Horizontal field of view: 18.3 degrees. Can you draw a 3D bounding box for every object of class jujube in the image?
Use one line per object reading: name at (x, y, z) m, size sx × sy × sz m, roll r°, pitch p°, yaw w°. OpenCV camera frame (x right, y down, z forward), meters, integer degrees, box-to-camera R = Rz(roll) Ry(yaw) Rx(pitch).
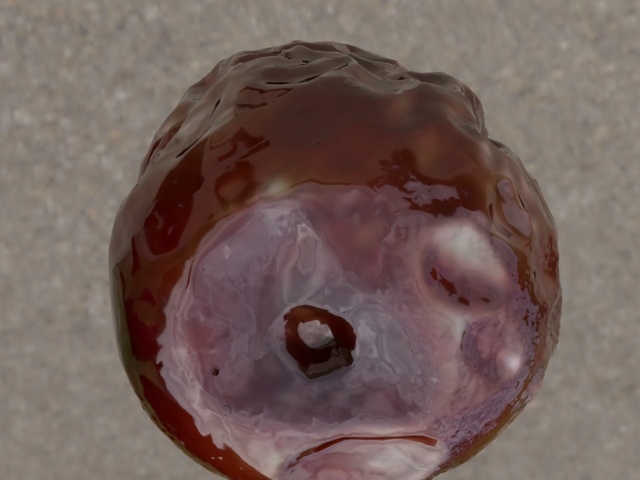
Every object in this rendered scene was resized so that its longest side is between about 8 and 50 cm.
jujube at (0.000, 0.000, 0.715) m, size 0.155 × 0.230 × 0.155 m, roll -2°, pitch 110°, yaw -7°
